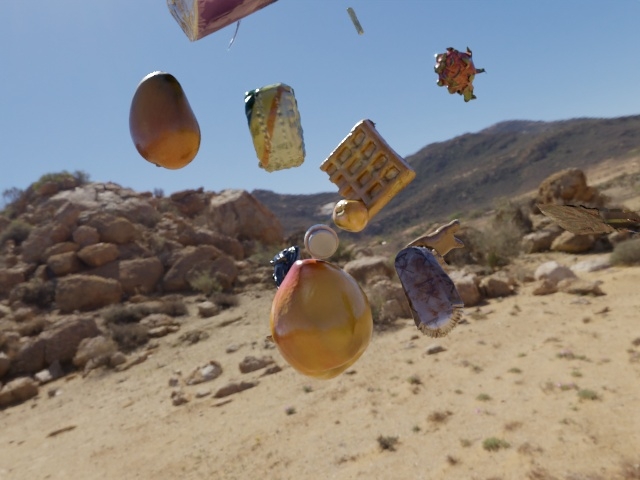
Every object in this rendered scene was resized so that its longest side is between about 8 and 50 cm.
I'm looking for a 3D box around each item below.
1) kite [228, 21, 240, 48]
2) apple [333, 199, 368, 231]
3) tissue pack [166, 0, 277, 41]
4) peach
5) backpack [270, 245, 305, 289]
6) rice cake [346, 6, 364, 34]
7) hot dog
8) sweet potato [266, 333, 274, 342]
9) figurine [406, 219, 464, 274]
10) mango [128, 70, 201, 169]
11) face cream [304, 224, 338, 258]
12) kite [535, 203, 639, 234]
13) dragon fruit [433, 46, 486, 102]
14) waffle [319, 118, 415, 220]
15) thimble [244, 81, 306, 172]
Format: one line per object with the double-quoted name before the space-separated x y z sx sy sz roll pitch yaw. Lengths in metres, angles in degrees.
"kite" -0.322 -0.833 1.993 0.006 0.198 0.244 22 -14 -13
"apple" 0.120 -0.102 2.012 0.147 0.146 0.146 -16 -3 -1
"tissue pack" -0.246 -0.710 1.414 0.338 0.160 0.242 -34 3 -16
"peach" 0.000 0.212 1.421 0.289 0.307 0.289 -25 -23 -12
"backpack" -0.128 0.156 2.158 0.133 0.206 0.258 -21 32 14
"rice cake" 0.129 -0.813 1.908 0.022 0.121 0.021 -9 -20 -40
"hot dog" 0.260 0.117 1.269 0.131 0.252 0.069 -30 -32 12
"sweet potato" -0.135 0.356 1.917 0.218 0.051 0.065 2 -51 -55
"figurine" 0.466 0.061 2.047 0.247 0.173 0.177 -22 -28 -13
"mango" -0.405 -0.299 1.317 0.176 0.254 0.139 -25 -13 6
"face cream" 0.000 0.000 1.396 0.091 0.091 0.095 -16 15 -4
"kite" 0.610 -0.042 1.093 0.152 0.015 0.285 30 -8 -28
"dragon fruit" 0.494 -0.574 1.798 0.236 0.135 0.137 37 -26 -26
"waffle" 0.184 -0.294 2.121 0.304 0.348 0.078 -47 -24 24
"thimble" -0.149 -0.379 1.735 0.168 0.288 0.254 -10 -1 5
